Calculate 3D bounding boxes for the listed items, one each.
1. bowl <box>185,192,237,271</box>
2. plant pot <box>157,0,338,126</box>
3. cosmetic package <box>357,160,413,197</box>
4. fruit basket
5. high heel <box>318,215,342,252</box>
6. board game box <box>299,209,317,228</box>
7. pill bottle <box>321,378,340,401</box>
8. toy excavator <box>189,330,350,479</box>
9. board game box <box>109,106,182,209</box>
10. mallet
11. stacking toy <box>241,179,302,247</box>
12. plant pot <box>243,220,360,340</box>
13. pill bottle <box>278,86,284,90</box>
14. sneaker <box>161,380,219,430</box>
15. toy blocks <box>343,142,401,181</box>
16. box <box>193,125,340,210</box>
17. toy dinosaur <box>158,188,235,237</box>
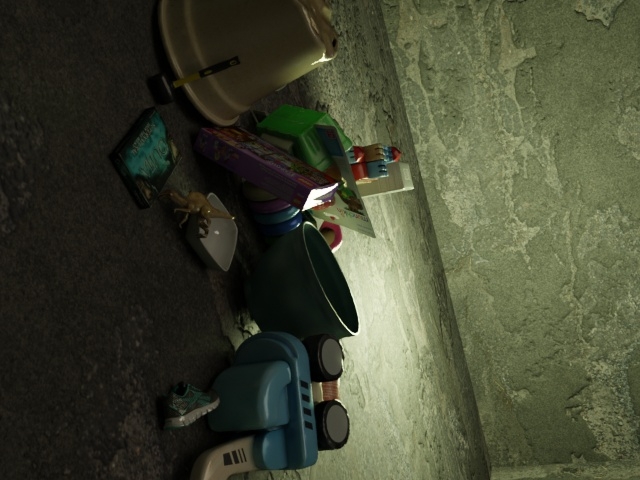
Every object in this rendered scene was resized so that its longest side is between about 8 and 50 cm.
[{"bbox_3d":[-0.240,-0.016,1.611,0.142,0.053,0.142,60,30,-42],"label":"bowl"},{"bbox_3d":[-0.140,-0.463,1.670,0.334,0.306,0.333,52,28,-44],"label":"plant pot"},{"bbox_3d":[0.177,-0.198,2.515,0.127,0.238,0.107,-12,89,-66],"label":"cosmetic package"},{"bbox_3d":[-0.024,-0.170,1.956,0.165,0.327,0.353,-37,127,-27],"label":"fruit basket"},{"bbox_3d":[0.000,0.000,2.200,0.117,0.082,0.244,57,39,-43],"label":"high heel"},{"bbox_3d":[-0.027,0.038,2.006,0.136,0.030,0.259,-133,-150,-55],"label":"board game box"},{"bbox_3d":[-0.009,0.370,1.935,0.121,0.121,0.216,42,43,-58],"label":"pill bottle"},{"bbox_3d":[-0.148,0.402,1.509,0.445,0.222,0.432,8,74,-54],"label":"toy excavator"},{"bbox_3d":[-0.337,-0.164,1.463,0.186,0.026,0.126,-73,146,-50],"label":"board game box"},{"bbox_3d":[-0.261,-0.348,1.543,0.062,0.190,0.039,62,0,-28],"label":"mallet"},{"bbox_3d":[-0.094,-0.010,1.903,0.141,0.141,0.330,-64,145,-57],"label":"stacking toy"},{"bbox_3d":[-0.058,0.125,1.767,0.293,0.196,0.293,60,13,-24],"label":"plant pot"},{"bbox_3d":[-0.123,-0.471,2.039,0.193,0.108,0.108,-65,140,-57],"label":"pill bottle"},{"bbox_3d":[-0.249,0.303,1.434,0.166,0.065,0.076,-18,94,-70],"label":"sneaker"},{"bbox_3d":[0.094,-0.225,2.273,0.381,0.261,0.190,-11,91,-69],"label":"toy blocks"},{"bbox_3d":[-0.118,-0.171,1.706,0.057,0.293,0.201,-64,167,18],"label":"box"},{"bbox_3d":[-0.239,-0.056,1.513,0.183,0.053,0.092,19,50,-32],"label":"toy dinosaur"}]
